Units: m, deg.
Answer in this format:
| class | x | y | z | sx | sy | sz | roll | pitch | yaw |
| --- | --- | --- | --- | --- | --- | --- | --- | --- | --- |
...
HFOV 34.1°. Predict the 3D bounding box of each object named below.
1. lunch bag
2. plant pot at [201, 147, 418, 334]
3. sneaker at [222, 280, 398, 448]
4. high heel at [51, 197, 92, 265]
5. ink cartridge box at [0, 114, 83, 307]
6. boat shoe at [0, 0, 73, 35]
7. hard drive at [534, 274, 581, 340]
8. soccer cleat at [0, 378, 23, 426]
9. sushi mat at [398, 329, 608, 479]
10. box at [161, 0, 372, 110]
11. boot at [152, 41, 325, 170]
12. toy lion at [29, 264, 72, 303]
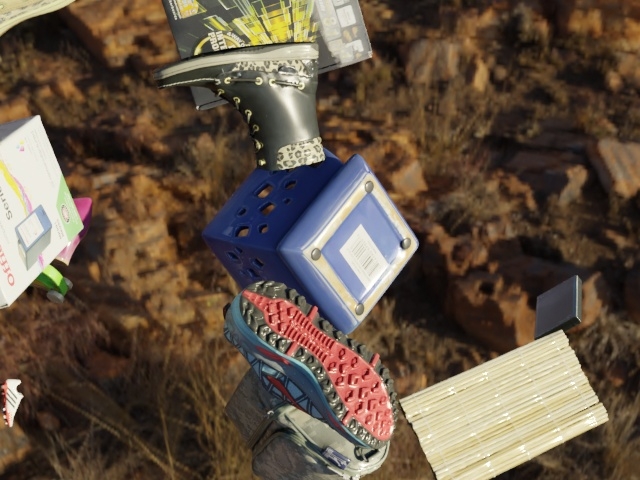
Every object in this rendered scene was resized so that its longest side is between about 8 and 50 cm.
| class | x | y | z | sx | sy | sz | roll | pitch | yaw |
| --- | --- | --- | --- | --- | --- | --- | --- | --- | --- |
| lunch bag | -0.013 | 0.326 | 1.847 | 0.212 | 0.305 | 0.256 | -26 | 75 | -27 |
| plant pot | 0.000 | 0.000 | 1.621 | 0.212 | 0.236 | 0.236 | 12 | 56 | 49 |
| sneaker | -0.014 | 0.158 | 1.294 | 0.262 | 0.125 | 0.104 | 47 | 55 | -6 |
| high heel | -0.496 | -0.042 | 1.728 | 0.244 | 0.082 | 0.117 | 13 | 71 | 23 |
| ink cartridge box | -0.368 | -0.031 | 1.172 | 0.093 | 0.154 | 0.212 | -11 | 21 | 17 |
| boat shoe | -0.314 | -0.281 | 1.069 | 0.104 | 0.089 | 0.285 | 44 | 72 | 2 |
| hard drive | 0.445 | 0.130 | 1.948 | 0.022 | 0.094 | 0.135 | 46 | 31 | -16 |
| soccer cleat | -0.511 | 0.269 | 1.730 | 0.035 | 0.083 | 0.029 | -7 | 14 | -25 |
| sushi mat | 0.268 | 0.244 | 1.499 | 0.316 | 0.019 | 0.151 | -18 | 71 | -28 |
| box | -0.116 | -0.451 | 1.755 | 0.318 | 0.395 | 0.097 | -16 | 10 | 5 |
| boot | -0.108 | -0.182 | 1.474 | 0.236 | 0.179 | 0.085 | -10 | 14 | -10 |
| toy lion | -0.387 | 0.036 | 1.379 | 0.100 | 0.096 | 0.034 | 15 | 58 | 19 |
